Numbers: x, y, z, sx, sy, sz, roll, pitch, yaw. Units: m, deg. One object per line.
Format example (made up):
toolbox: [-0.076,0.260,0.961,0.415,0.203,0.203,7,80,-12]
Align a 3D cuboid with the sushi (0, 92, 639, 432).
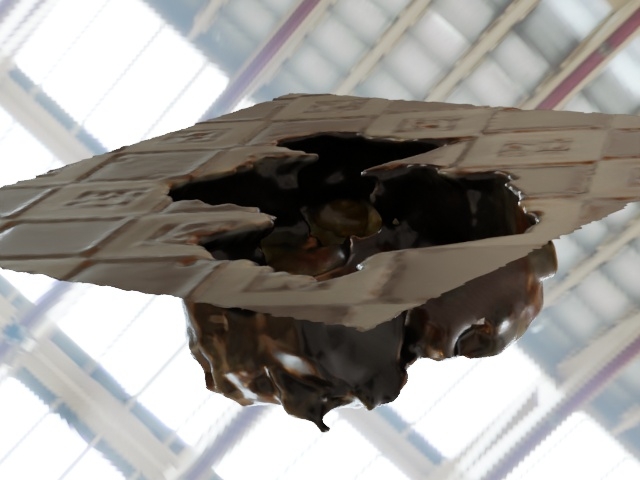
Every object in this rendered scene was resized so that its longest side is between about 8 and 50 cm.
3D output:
sushi: [0.000,0.000,0.644,0.294,0.292,0.059,-23,-67,-44]
